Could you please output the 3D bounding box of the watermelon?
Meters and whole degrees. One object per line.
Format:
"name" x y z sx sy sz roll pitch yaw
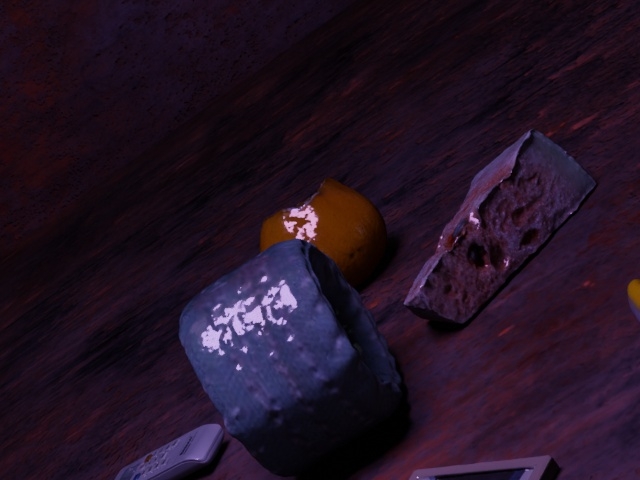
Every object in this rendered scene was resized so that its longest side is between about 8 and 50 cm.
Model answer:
"watermelon" 0.159 0.002 1.413 0.154 0.094 0.241 -26 22 53

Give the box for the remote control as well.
"remote control" -0.171 0.248 1.493 0.162 0.029 0.061 -31 16 35

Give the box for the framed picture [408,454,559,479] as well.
"framed picture" 0.081 0.243 1.033 0.150 0.015 0.203 -17 26 47

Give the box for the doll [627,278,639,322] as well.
"doll" 0.305 0.076 0.891 0.145 0.103 0.316 -30 24 9

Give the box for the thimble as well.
"thimble" -0.027 0.102 1.298 0.143 0.198 0.235 -33 23 7

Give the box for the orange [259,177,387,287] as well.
"orange" 0.000 0.000 1.629 0.157 0.134 0.156 -23 28 13
